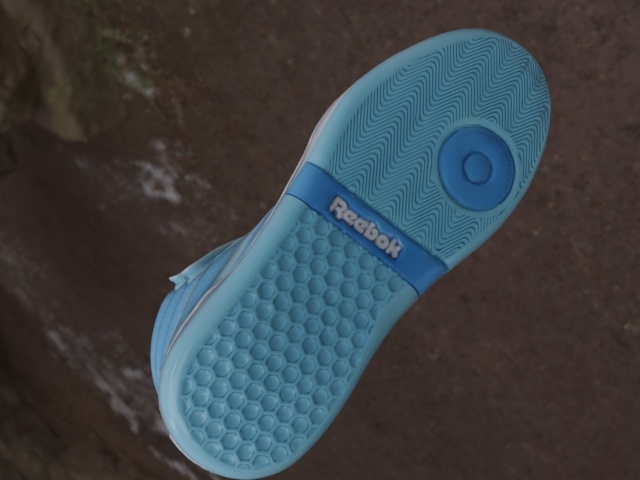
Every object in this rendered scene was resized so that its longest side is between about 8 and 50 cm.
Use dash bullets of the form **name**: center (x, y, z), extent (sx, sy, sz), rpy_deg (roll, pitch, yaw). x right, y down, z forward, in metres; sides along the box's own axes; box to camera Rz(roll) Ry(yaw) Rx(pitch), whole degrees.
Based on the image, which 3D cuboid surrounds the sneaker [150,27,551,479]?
- **sneaker**: center (0.000, 0.000, 0.772), extent (0.127, 0.319, 0.208), rpy_deg (45, 166, -9)
